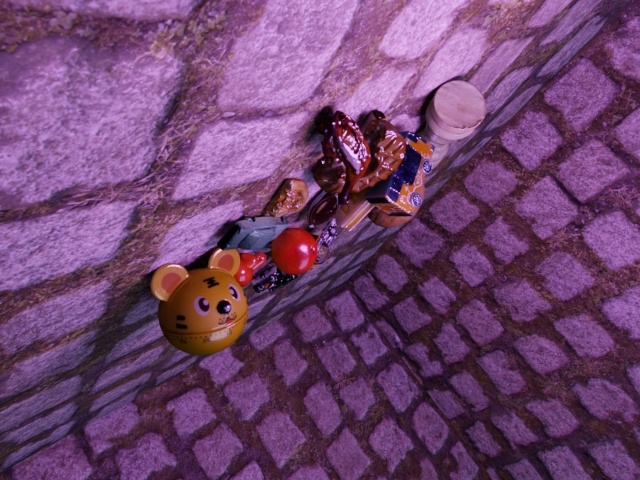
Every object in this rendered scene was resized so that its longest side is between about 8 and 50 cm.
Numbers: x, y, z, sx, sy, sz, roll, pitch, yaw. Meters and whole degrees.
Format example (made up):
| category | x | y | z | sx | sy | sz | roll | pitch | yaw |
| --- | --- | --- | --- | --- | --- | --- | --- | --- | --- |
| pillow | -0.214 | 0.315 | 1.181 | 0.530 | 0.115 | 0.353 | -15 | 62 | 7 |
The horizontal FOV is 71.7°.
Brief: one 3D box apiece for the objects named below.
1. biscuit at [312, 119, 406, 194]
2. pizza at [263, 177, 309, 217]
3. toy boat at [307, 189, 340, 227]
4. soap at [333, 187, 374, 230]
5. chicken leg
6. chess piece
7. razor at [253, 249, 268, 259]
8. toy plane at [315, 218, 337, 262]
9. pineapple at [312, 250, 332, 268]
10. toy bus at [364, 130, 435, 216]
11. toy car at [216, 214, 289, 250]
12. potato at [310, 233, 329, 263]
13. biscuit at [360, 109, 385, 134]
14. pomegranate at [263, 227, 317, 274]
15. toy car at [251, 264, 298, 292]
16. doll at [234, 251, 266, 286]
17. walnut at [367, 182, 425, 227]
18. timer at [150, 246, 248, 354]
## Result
| category | x | y | z | sx | sy | sz | roll | pitch | yaw |
| --- | --- | --- | --- | --- | --- | --- | --- | --- | --- |
| biscuit | 0.161 | -0.292 | 1.665 | 0.366 | 0.115 | 0.268 | -32 | 150 | 30 |
| pizza | -0.127 | -0.149 | 1.718 | 0.197 | 0.058 | 0.292 | -33 | 166 | -11 |
| toy boat | 0.023 | -0.163 | 1.964 | 0.262 | 0.114 | 0.115 | -48 | -161 | 38 |
| soap | 0.165 | -0.193 | 1.997 | 0.274 | 0.173 | 0.089 | -47 | 138 | 13 |
| chicken leg | 0.093 | -0.264 | 1.496 | 0.158 | 0.095 | 0.407 | -12 | 143 | 3 |
| chess piece | 0.522 | -0.474 | 1.950 | 0.234 | 0.234 | 0.442 | -33 | 170 | -17 |
| razor | -0.292 | 0.070 | 2.089 | 0.068 | 0.040 | 0.135 | -36 | 159 | -8 |
| toy plane | 0.011 | 0.005 | 2.172 | 0.204 | 0.103 | 0.316 | 91 | 23 | -73 |
| pineapple | -0.028 | 0.111 | 2.750 | 0.225 | 0.076 | 0.225 | -32 | 166 | -9 |
| toy bus | 0.330 | -0.277 | 1.836 | 0.162 | 0.194 | 0.323 | 4 | -108 | 59 |
| toy car | -0.253 | -0.026 | 1.731 | 0.141 | 0.097 | 0.321 | -44 | 164 | 28 |
| potato | -0.036 | 0.048 | 2.347 | 0.165 | 0.165 | 0.262 | -36 | 168 | -3 |
| biscuit | 0.171 | -0.401 | 1.643 | 0.056 | 0.052 | 0.188 | -12 | 154 | -35 |
| pomegranate | -0.138 | 0.049 | 2.052 | 0.257 | 0.220 | 0.221 | -8 | 176 | 21 |
| toy car | -0.251 | 0.207 | 2.444 | 0.193 | 0.118 | 0.301 | -32 | 169 | 17 |
| doll | -0.363 | 0.144 | 1.955 | 0.290 | 0.130 | 0.161 | -40 | 164 | -12 |
| walnut | 0.342 | -0.215 | 2.136 | 0.333 | 0.332 | 0.333 | -34 | 166 | -10 |
| timer | -0.451 | 0.234 | 1.700 | 0.376 | 0.376 | 0.386 | -22 | 118 | -46 |
